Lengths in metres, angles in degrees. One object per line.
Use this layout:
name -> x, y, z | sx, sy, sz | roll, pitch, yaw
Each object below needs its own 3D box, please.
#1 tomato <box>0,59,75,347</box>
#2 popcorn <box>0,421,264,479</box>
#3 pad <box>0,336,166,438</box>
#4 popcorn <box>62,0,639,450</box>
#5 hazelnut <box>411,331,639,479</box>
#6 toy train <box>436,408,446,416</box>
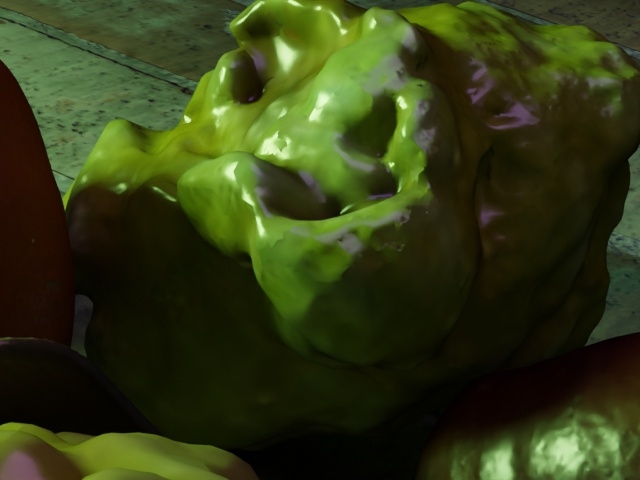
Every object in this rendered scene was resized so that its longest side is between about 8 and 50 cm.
tomato -> -0.243, 0.009, 0.977 | 0.260, 0.259, 0.180 | 17, -1, 8
popcorn -> -0.041, 0.222, 0.465 | 0.382, 0.349, 0.349 | 12, 20, -22
pad -> -0.171, 0.127, 0.617 | 0.284, 0.286, 0.018 | -21, 65, 3
popcorn -> 0.011, 0.007, 1.073 | 0.293, 0.334, 0.292 | 34, 48, -12
hazelnut -> 0.166, 0.154, 0.945 | 0.252, 0.217, 0.217 | 3, 17, 19
toy train -> 0.067, 0.066, 1.299 | 0.044, 0.042, 0.209 | 2, 24, -30
